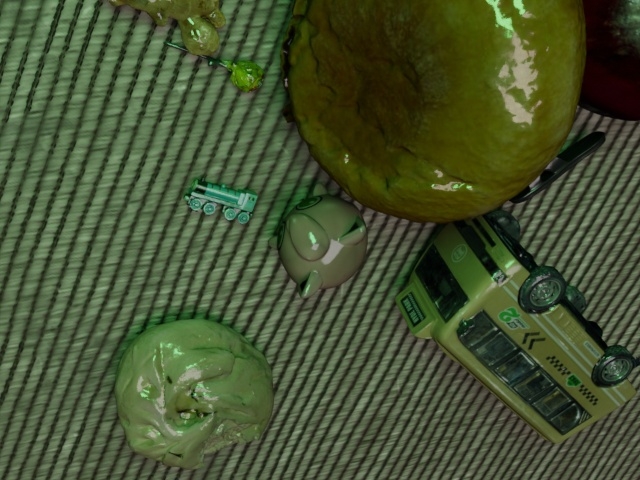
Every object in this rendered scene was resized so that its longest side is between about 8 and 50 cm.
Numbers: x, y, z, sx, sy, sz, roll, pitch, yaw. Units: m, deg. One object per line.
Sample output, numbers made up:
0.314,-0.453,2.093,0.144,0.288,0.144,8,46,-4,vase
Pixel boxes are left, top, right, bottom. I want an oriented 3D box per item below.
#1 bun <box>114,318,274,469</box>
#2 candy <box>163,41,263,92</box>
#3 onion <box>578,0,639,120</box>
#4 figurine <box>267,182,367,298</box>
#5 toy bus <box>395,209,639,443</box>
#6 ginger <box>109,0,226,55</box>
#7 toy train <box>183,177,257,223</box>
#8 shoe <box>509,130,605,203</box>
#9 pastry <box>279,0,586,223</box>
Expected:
-0.166,0.218,1.096,0.237,0.116,0.210,32,104,-28,bun
-0.123,-0.206,0.944,0.123,0.035,0.035,20,149,-17,candy
0.407,-0.367,0.901,0.398,0.398,0.420,39,57,-30,onion
0.000,0.000,1.028,0.125,0.138,0.125,-4,114,-9,figurine
0.284,0.127,1.162,0.202,0.177,0.365,-41,122,12,toy bus
-0.192,-0.288,0.868,0.176,0.052,0.193,-9,111,-14,ginger
-0.125,-0.050,1.024,0.092,0.029,0.045,16,103,-23,toy train
0.314,-0.114,1.116,0.159,0.062,0.053,-33,108,1,shoe
0.107,-0.184,0.862,0.163,0.356,0.356,-17,126,-47,pastry
